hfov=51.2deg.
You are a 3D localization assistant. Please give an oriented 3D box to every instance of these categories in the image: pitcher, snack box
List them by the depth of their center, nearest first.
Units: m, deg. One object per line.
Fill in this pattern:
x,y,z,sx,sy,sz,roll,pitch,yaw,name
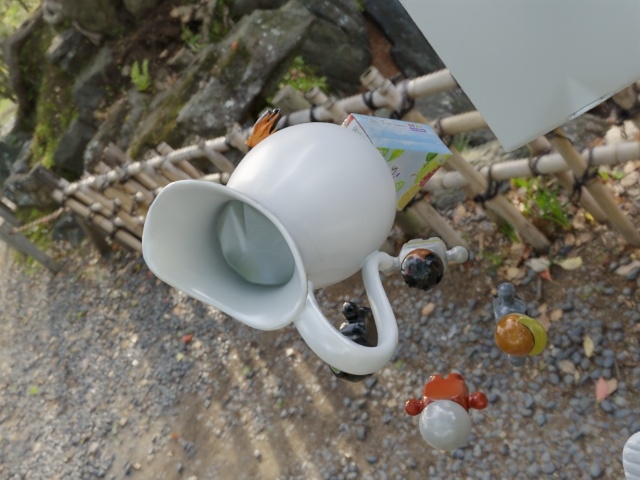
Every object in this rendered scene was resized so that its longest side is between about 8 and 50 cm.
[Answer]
0.000,0.000,0.490,0.125,0.178,0.207,-53,-6,29,pitcher
0.057,-0.076,0.947,0.207,0.174,0.070,-51,59,33,snack box

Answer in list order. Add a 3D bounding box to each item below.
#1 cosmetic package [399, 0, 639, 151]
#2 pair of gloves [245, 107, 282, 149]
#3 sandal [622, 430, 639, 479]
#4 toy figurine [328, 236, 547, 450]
0.191,-0.312,0.682,0.156,0.385,0.217,-42,9,-38,cosmetic package
-0.061,-0.146,0.970,0.074,0.083,0.010,-49,0,16,pair of gloves
0.357,0.267,0.552,0.076,0.265,0.102,-21,-11,-34,sandal
0.135,0.114,0.796,0.209,0.213,0.148,-52,-3,15,toy figurine
